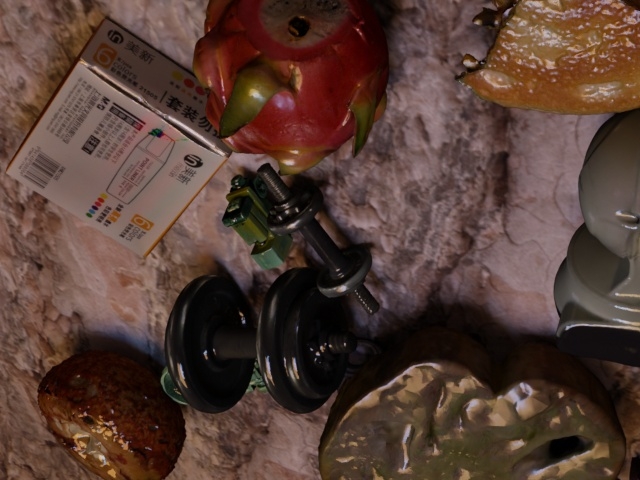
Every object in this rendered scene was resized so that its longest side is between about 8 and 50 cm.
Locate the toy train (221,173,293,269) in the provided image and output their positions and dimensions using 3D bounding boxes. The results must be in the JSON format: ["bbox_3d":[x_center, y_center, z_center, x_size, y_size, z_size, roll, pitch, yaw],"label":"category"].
[{"bbox_3d":[-0.078,-0.024,2.005,0.050,0.081,0.122,-16,128,35],"label":"toy train"}]

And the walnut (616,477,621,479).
[{"bbox_3d":[0.334,0.327,2.181,0.170,0.069,0.142,21,110,11],"label":"walnut"}]

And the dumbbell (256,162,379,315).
[{"bbox_3d":[0.000,0.000,1.991,0.082,0.081,0.254,-14,126,37],"label":"dumbbell"}]

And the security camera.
[{"bbox_3d":[0.350,-0.017,1.709,0.197,0.191,0.277,9,136,16],"label":"security camera"}]

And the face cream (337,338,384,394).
[{"bbox_3d":[0.069,0.254,2.244,0.073,0.073,0.283,9,138,19],"label":"face cream"}]

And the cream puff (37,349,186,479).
[{"bbox_3d":[-0.301,0.262,2.365,0.240,0.164,0.240,25,143,20],"label":"cream puff"}]

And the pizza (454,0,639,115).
[{"bbox_3d":[0.260,-0.223,1.606,0.290,0.081,0.228,-7,138,32],"label":"pizza"}]

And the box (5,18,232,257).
[{"bbox_3d":[-0.240,-0.119,1.973,0.221,0.091,0.274,34,140,-13],"label":"box"}]

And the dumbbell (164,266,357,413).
[{"bbox_3d":[-0.083,0.133,2.097,0.290,0.192,0.192,-3,133,30],"label":"dumbbell"}]

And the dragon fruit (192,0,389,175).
[{"bbox_3d":[-0.031,-0.180,1.703,0.224,0.224,0.227,17,144,10],"label":"dragon fruit"}]

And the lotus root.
[{"bbox_3d":[0.192,0.281,2.074,0.391,0.111,0.374,1,124,2],"label":"lotus root"}]

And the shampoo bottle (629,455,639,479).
[{"bbox_3d":[0.508,0.291,2.069,0.236,0.068,0.067,-19,124,38],"label":"shampoo bottle"}]

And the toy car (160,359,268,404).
[{"bbox_3d":[-0.143,0.183,2.286,0.186,0.058,0.093,-17,126,24],"label":"toy car"}]
